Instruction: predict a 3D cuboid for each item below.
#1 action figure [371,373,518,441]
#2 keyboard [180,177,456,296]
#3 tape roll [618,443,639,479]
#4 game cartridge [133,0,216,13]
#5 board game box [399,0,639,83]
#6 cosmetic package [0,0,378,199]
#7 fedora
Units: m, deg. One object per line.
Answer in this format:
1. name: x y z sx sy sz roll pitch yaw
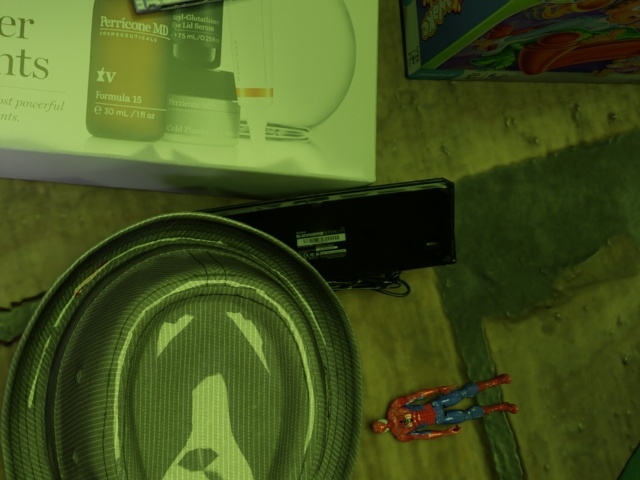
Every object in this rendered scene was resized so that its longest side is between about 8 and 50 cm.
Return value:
1. action figure: 0.092 0.127 0.811 0.115 0.030 0.038 -12 92 -16
2. keyboard: 0.000 0.000 0.776 0.192 0.038 0.100 -6 127 -1
3. tape roll: 0.321 0.178 0.720 0.077 0.321 0.321 41 73 -9
4. game cartridge: -0.086 -0.180 0.701 0.083 0.017 0.056 -14 90 -19
5. board game box: 0.262 -0.183 0.796 0.347 0.233 0.078 -1 83 -17
6. cosmetic package: -0.148 -0.184 0.742 0.377 0.097 0.284 4 79 -17
7. fedora: -0.076 0.121 0.683 0.244 0.124 0.275 8 91 -15
